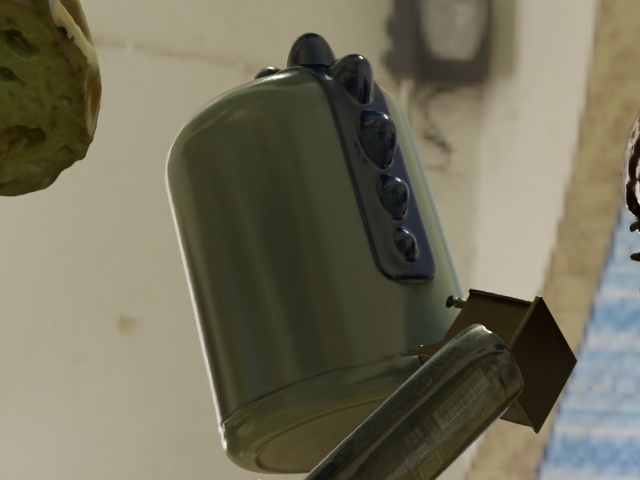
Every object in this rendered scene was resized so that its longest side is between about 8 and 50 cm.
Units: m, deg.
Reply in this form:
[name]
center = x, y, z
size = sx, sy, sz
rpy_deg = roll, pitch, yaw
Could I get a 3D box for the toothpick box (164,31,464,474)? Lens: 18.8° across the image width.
[toothpick box]
center = 0.000, 0.000, 1.686
size = 0.263, 0.355, 0.263
rpy_deg = -13, -20, -5

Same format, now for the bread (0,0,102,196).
[bread]
center = -0.253, -0.170, 1.252
size = 0.238, 0.252, 0.196
rpy_deg = 5, -45, -31

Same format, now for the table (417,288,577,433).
[table]
center = 0.132, 0.087, 1.459
size = 0.082, 0.070, 0.083
rpy_deg = 11, -31, 38

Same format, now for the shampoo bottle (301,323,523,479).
[shampoo bottle]
center = 0.043, 0.157, 1.328
size = 0.049, 0.233, 0.087
rpy_deg = 35, -19, 38

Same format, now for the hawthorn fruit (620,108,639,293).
[hawthorn fruit]
center = 0.410, -0.033, 1.485
size = 0.369, 0.285, 0.285
rpy_deg = -22, -12, 17
